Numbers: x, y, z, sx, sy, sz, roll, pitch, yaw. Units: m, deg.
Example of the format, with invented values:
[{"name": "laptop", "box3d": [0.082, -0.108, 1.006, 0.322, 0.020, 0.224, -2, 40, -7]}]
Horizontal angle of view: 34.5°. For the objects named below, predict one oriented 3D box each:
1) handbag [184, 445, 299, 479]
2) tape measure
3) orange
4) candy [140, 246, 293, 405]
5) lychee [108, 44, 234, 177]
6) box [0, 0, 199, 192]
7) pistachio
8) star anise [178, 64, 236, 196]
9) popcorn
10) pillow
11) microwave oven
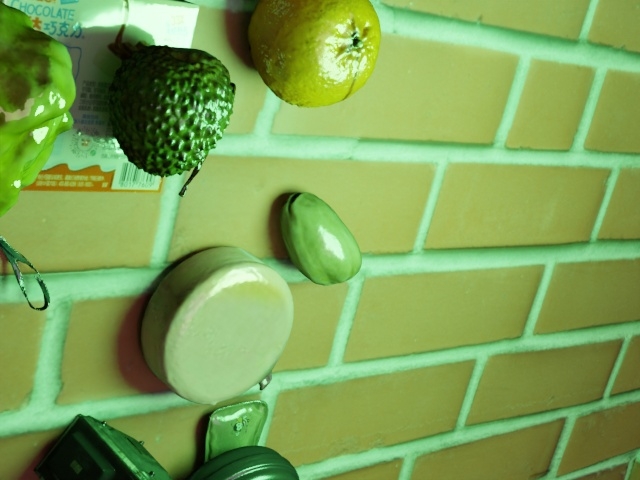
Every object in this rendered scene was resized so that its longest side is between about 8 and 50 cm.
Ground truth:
[{"name": "handbag", "box3d": [-0.154, 0.476, 1.748, 0.253, 0.093, 0.308, -14, 133, -28]}, {"name": "tape measure", "box3d": [-0.394, 0.039, 1.300, 0.179, 0.107, 0.104, 17, 97, -43]}, {"name": "orange", "box3d": [-0.004, -0.280, 1.440, 0.193, 0.161, 0.193, -20, 127, -28]}, {"name": "candy", "box3d": [-0.153, 0.136, 1.586, 0.255, 0.094, 0.255, -21, 126, -33]}, {"name": "lychee", "box3d": [-0.188, -0.157, 1.273, 0.171, 0.171, 0.171, -22, 126, -33]}, {"name": "box", "box3d": [-0.298, -0.191, 1.300, 0.273, 0.048, 0.265, 0, 112, -42]}, {"name": "pistachio", "box3d": [0.000, 0.000, 1.646, 0.185, 0.108, 0.126, 52, 52, -38]}, {"name": "star anise", "box3d": [-0.165, -0.153, 1.414, 0.097, 0.070, 0.191, 27, 86, -80]}, {"name": "popcorn", "box3d": [-0.426, -0.124, 1.007, 0.292, 0.334, 0.294, -49, 112, -28]}, {"name": "pillow", "box3d": [-0.154, 0.369, 1.762, 0.130, 0.033, 0.218, -6, 119, -37]}, {"name": "microwave oven", "box3d": [-0.292, 0.365, 1.510, 0.129, 0.205, 0.163, -51, 138, -7]}]
